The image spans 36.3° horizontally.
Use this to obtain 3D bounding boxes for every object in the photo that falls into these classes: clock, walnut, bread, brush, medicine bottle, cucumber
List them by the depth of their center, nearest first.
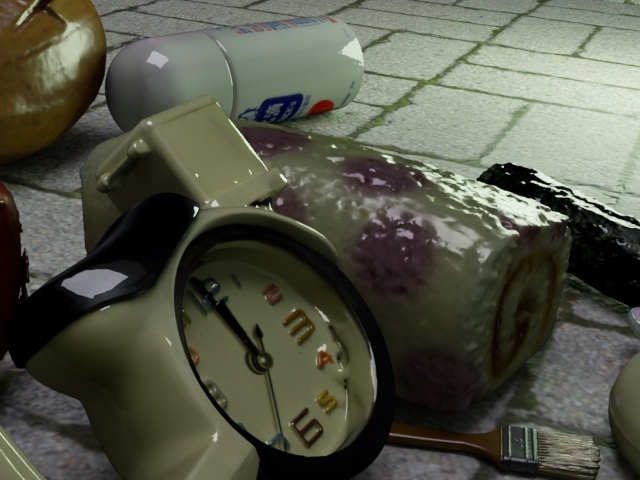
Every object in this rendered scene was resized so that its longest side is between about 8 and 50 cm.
[{"bbox_3d":[-0.116,0.071,0.491,0.276,0.120,0.379,54,35,4],"label":"clock"},{"bbox_3d":[0.094,0.131,0.636,0.170,0.014,0.043,7,22,8],"label":"brush"},{"bbox_3d":[0.000,0.000,0.742,0.339,0.155,0.187,16,22,27],"label":"bread"},{"bbox_3d":[0.236,-0.006,0.892,0.081,0.072,0.303,-13,28,-29],"label":"cucumber"},{"bbox_3d":[-0.352,-0.180,1.044,0.209,0.208,0.336,8,28,9],"label":"walnut"},{"bbox_3d":[-0.107,-0.200,1.208,0.341,0.130,0.130,-18,32,-41],"label":"medicine bottle"}]

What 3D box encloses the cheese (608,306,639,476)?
[{"bbox_3d":[0.257,0.102,0.665,0.137,0.064,0.227,5,23,-1],"label":"cheese"}]

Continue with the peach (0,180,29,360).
[{"bbox_3d":[-0.301,0.019,0.598,0.231,0.230,0.231,3,24,-1],"label":"peach"}]
